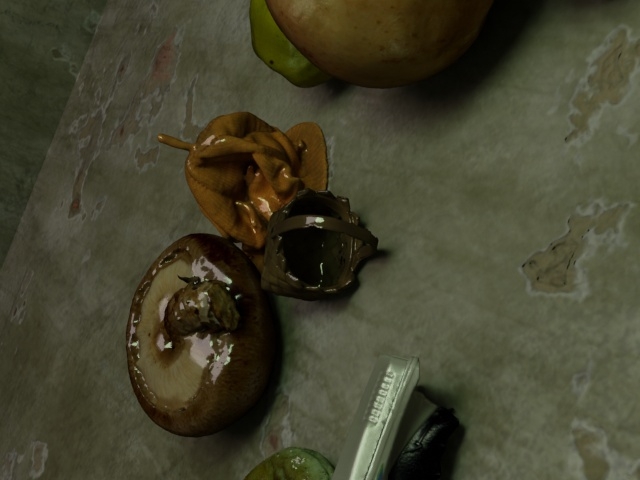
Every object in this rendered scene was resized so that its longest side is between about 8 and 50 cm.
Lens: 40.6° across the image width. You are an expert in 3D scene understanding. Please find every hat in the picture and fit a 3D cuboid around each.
[{"bbox_3d":[-0.145,-0.101,1.281,0.244,0.233,0.233,-54,35,18],"label":"hat"}]

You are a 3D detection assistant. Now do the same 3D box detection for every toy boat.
[{"bbox_3d":[0.072,0.257,0.882,0.140,0.140,0.270,-19,56,49],"label":"toy boat"}]

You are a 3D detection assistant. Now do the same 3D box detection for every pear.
[{"bbox_3d":[-0.018,-0.330,1.274,0.198,0.198,0.198,-31,49,43],"label":"pear"}]

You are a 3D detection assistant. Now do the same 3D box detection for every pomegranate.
[{"bbox_3d":[0.066,-0.357,1.031,0.338,0.338,0.338,-31,49,43],"label":"pomegranate"}]

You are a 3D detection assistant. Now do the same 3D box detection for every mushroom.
[{"bbox_3d":[-0.168,0.131,1.240,0.278,0.163,0.297,-37,54,48],"label":"mushroom"}]

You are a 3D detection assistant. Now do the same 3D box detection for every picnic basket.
[{"bbox_3d":[0.000,0.000,1.112,0.178,0.128,0.138,146,133,-65],"label":"picnic basket"}]

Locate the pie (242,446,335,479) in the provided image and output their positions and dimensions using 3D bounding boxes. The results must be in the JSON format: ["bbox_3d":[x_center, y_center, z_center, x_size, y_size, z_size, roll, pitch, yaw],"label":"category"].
[{"bbox_3d":[-0.053,0.383,1.022,0.277,0.078,0.277,-33,45,41],"label":"pie"}]
